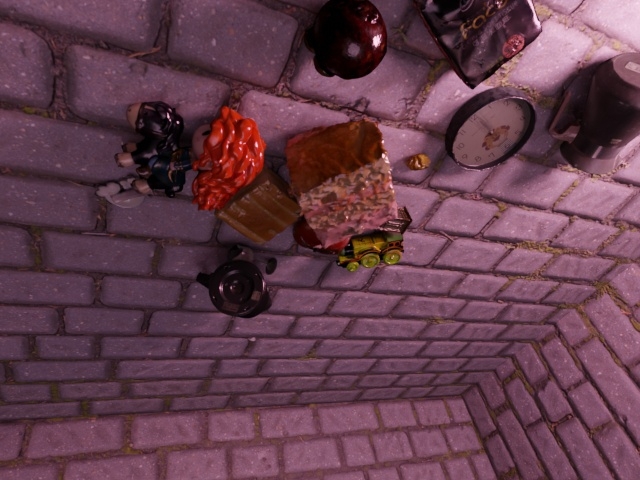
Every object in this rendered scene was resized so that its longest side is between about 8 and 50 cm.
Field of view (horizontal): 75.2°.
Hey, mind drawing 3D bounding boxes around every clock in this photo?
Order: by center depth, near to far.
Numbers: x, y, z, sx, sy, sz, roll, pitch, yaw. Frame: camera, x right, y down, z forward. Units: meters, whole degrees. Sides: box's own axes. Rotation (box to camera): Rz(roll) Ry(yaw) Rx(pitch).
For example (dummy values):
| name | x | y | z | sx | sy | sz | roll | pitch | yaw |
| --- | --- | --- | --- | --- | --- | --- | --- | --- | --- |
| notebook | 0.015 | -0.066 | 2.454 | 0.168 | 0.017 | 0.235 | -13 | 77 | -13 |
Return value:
| name | x | y | z | sx | sy | sz | roll | pitch | yaw |
| --- | --- | --- | --- | --- | --- | --- | --- | --- | --- |
| clock | 0.588 | -0.374 | 1.436 | 0.312 | 0.062 | 0.313 | -9 | 139 | -8 |

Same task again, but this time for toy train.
| name | x | y | z | sx | sy | sz | roll | pitch | yaw |
| --- | --- | --- | --- | --- | --- | --- | --- | --- | --- |
| toy train | 0.208 | 0.038 | 1.749 | 0.295 | 0.101 | 0.161 | -11 | 132 | -4 |

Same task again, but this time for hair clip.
| name | x | y | z | sx | sy | sz | roll | pitch | yaw |
| --- | --- | --- | --- | --- | --- | --- | --- | --- | --- |
| hair clip | -0.614 | -0.148 | 1.326 | 0.172 | 0.049 | 0.116 | -15 | 135 | 3 |

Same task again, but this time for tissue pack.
| name | x | y | z | sx | sy | sz | roll | pitch | yaw |
| --- | --- | --- | --- | --- | --- | --- | --- | --- | --- |
| tissue pack | 0.419 | -0.590 | 1.098 | 0.245 | 0.123 | 0.332 | -38 | 134 | 20 |

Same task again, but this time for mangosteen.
| name | x | y | z | sx | sy | sz | roll | pitch | yaw |
| --- | --- | --- | --- | --- | --- | --- | --- | --- | --- |
| mangosteen | 0.067 | -0.498 | 1.040 | 0.209 | 0.210 | 0.210 | -9 | 139 | -8 |

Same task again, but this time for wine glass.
| name | x | y | z | sx | sy | sz | roll | pitch | yaw |
| --- | --- | --- | --- | --- | --- | --- | --- | --- | --- |
| wine glass | -0.271 | 0.074 | 1.653 | 0.195 | 0.079 | 0.079 | 24 | 126 | -38 |

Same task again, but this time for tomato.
| name | x | y | z | sx | sy | sz | roll | pitch | yaw |
| --- | --- | --- | --- | --- | --- | --- | --- | --- | --- |
| tomato | 0.002 | 0.003 | 1.577 | 0.227 | 0.101 | 0.228 | 8 | 168 | 2 |

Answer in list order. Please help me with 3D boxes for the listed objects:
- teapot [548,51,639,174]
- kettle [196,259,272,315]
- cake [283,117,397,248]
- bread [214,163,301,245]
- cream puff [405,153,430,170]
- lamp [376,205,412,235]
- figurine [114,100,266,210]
| name | x | y | z | sx | sy | sz | roll | pitch | yaw |
| --- | --- | --- | --- | --- | --- | --- | --- | --- | --- |
| teapot | 0.958 | -0.416 | 1.391 | 0.299 | 0.253 | 0.344 | 18 | 145 | 12 |
| kettle | -0.334 | 0.212 | 1.628 | 0.261 | 0.203 | 0.308 | -11 | 166 | -5 |
| cake | 0.069 | -0.193 | 1.310 | 0.314 | 0.293 | 0.307 | -18 | 145 | 9 |
| bread | -0.201 | -0.117 | 1.438 | 0.239 | 0.111 | 0.246 | -31 | 137 | 18 |
| cream puff | 0.345 | -0.278 | 1.475 | 0.083 | 0.083 | 0.058 | -5 | 99 | 5 |
| lamp | 0.191 | -0.097 | 1.600 | 0.325 | 0.090 | 0.089 | 6 | 134 | -25 |
| figurine | -0.368 | -0.247 | 1.188 | 0.411 | 0.241 | 0.307 | 12 | 110 | -5 |
